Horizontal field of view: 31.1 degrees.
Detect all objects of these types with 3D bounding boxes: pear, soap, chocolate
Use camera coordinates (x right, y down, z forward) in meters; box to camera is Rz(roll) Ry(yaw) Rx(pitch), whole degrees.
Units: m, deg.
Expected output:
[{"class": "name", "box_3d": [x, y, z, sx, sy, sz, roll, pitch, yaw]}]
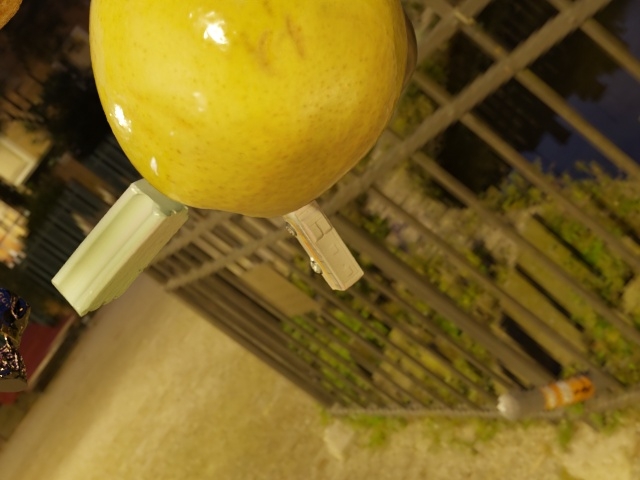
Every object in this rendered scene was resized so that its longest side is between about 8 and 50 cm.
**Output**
[{"class": "pear", "box_3d": [-0.081, -0.231, 1.295, 0.362, 0.362, 0.418, -88, 3, -71]}, {"class": "soap", "box_3d": [-0.370, 0.005, 2.165, 0.289, 0.095, 0.173, -46, -5, 24]}, {"class": "chocolate", "box_3d": [-0.429, 0.131, 1.569, 0.070, 0.072, 0.147, -38, 55, 52]}]

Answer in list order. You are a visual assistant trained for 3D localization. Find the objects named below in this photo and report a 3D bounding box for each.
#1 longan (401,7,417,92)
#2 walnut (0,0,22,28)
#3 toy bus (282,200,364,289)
[{"class": "longan", "box_3d": [0.063, -0.401, 2.312, 0.243, 0.300, 0.300, -41, 5, -25]}, {"class": "walnut", "box_3d": [-0.429, -0.291, 1.239, 0.226, 0.193, 0.193, -32, 7, -12]}, {"class": "toy bus", "box_3d": [0.000, 0.000, 1.820, 0.057, 0.172, 0.072, -40, 20, -17]}]
